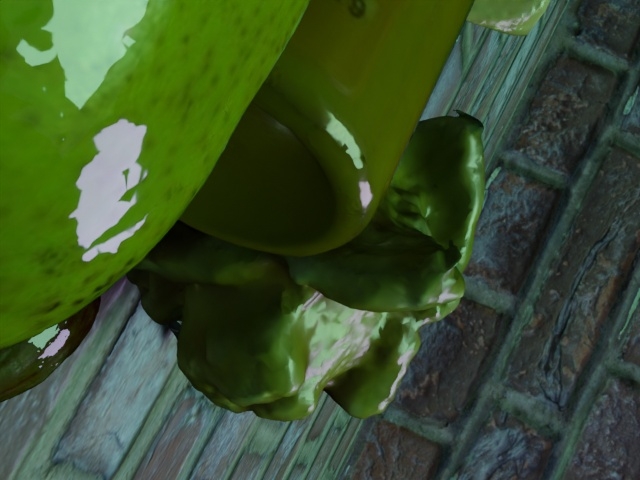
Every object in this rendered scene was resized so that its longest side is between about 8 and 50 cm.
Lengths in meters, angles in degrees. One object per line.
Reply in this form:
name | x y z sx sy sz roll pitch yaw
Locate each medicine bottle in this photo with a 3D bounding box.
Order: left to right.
medicine bottle | 0.002 -0.201 0.719 0.224 0.224 0.384 89 24 -61

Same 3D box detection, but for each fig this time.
fig | -0.206 0.058 0.654 0.109 0.103 0.155 48 56 -51

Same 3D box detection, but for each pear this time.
pear | -0.128 -0.106 0.393 0.342 0.238 0.318 16 90 -76

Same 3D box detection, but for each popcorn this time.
popcorn | 0.007 0.009 0.889 0.325 0.321 0.290 -34 146 -21

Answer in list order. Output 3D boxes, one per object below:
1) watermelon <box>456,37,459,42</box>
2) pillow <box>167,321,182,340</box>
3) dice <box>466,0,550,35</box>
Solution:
watermelon | 0.076 -0.263 1.031 0.264 0.151 0.302 -60 166 14
pillow | -0.130 0.059 1.054 0.090 0.048 0.150 -55 161 -20
dice | 0.196 -0.352 1.231 0.166 0.169 0.169 -95 -155 -70
